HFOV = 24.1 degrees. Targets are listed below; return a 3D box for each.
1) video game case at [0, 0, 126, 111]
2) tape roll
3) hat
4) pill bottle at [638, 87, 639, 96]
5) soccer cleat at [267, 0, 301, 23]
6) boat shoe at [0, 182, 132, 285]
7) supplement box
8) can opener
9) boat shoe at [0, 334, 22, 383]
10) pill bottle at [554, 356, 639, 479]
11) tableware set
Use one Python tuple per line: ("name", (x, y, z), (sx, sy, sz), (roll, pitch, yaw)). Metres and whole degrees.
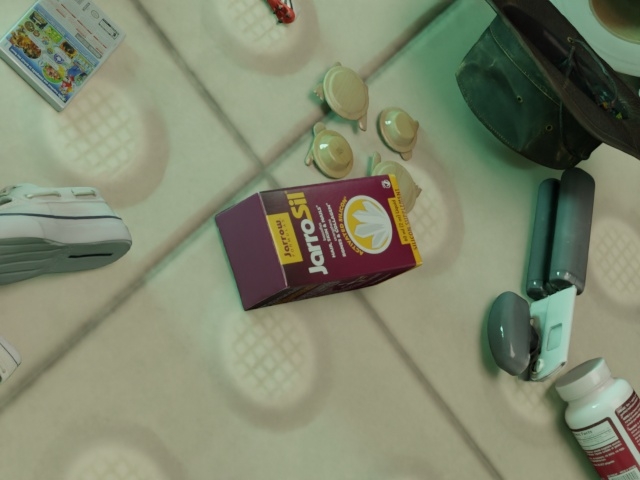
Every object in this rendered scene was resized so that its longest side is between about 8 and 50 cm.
("video game case", (-0.251, -0.193, 1.458), (0.087, 0.011, 0.122), (45, 50, -16))
("tape roll", (0.425, -0.351, 1.908), (0.246, 0.246, 0.169), (41, 51, -18))
("hat", (0.251, -0.178, 1.756), (0.331, 0.134, 0.331), (36, 28, -23))
("pill bottle", (0.466, -0.208, 1.990), (0.078, 0.078, 0.137), (39, 52, -20))
("soccer cleat", (-0.051, -0.275, 1.643), (0.083, 0.029, 0.035), (54, 40, -11))
("boat shoe", (-0.262, -0.011, 1.321), (0.075, 0.083, 0.226), (59, 23, 17))
("supplement box", (0.000, 0.000, 1.529), (0.188, 0.081, 0.104), (-9, 78, -40))
("can opener", (0.254, 0.031, 1.722), (0.095, 0.076, 0.283), (30, 54, -27))
("boat shoe", (-0.302, 0.084, 1.286), (0.100, 0.035, 0.035), (48, 46, -21))
("pill bottle", (0.332, 0.212, 1.700), (0.086, 0.086, 0.152), (-35, 95, -42))
("tableware set", (0.052, -0.109, 1.659), (0.169, 0.020, 0.141), (31, 57, -26))
